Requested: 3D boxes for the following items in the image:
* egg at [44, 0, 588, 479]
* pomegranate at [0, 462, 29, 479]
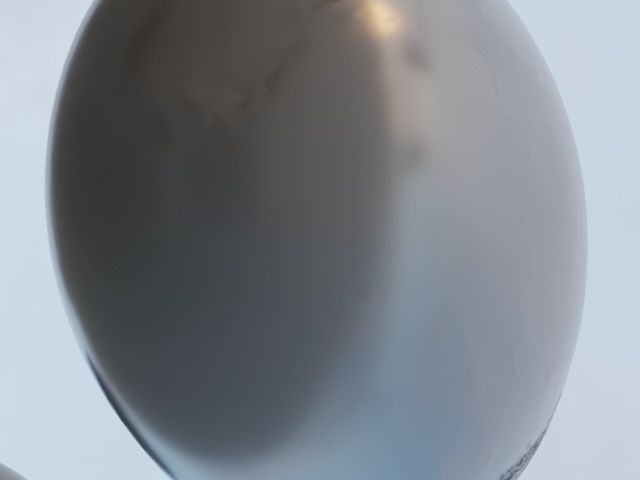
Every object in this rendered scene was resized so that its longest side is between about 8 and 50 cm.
[{"bbox_3d":[0.000,0.000,0.531,0.146,0.146,0.198,35,-42,54],"label":"egg"},{"bbox_3d":[-0.166,0.143,0.798,0.142,0.115,0.114,144,-50,-59],"label":"pomegranate"}]
